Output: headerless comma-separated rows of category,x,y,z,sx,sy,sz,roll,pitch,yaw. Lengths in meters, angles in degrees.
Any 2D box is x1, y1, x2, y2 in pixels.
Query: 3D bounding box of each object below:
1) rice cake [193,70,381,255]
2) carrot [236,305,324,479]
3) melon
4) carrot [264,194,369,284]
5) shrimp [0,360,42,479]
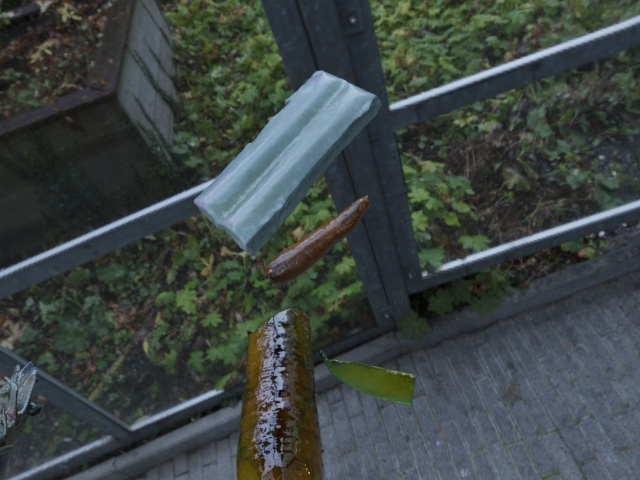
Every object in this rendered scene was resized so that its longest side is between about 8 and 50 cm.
rice cake,-0.030,-0.088,0.473,0.085,0.040,0.226,30,67,20
carrot,-0.056,0.230,0.645,0.114,0.114,0.302,-15,45,9
melon,0.108,0.295,1.012,0.261,0.114,0.053,23,50,-15
carrot,0.000,0.000,0.867,0.247,0.059,0.059,-37,48,-5
shrimp,-0.414,0.216,0.524,0.085,0.247,0.360,-1,14,-5
